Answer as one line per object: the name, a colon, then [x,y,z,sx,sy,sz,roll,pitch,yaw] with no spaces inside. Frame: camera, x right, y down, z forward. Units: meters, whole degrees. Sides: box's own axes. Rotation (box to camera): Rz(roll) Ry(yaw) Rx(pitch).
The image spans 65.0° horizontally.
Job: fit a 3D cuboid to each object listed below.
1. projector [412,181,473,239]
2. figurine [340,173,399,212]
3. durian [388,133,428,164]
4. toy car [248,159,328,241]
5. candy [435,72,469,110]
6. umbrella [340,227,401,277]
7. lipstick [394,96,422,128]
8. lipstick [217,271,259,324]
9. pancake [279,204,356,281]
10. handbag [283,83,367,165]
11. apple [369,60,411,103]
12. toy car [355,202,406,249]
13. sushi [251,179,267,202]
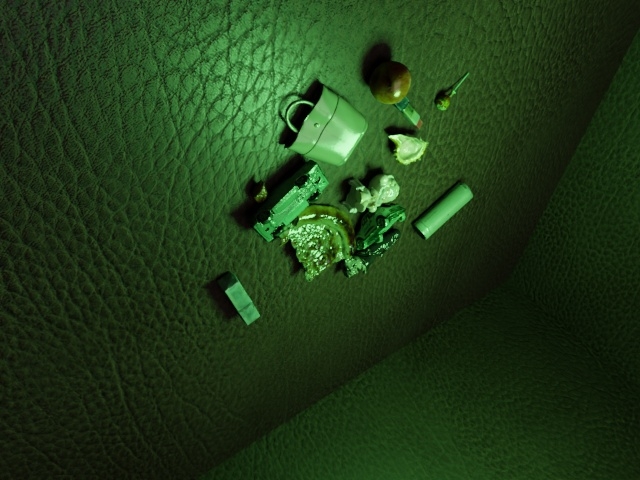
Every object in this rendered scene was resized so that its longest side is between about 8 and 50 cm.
projector: [0.623,-0.152,2.569,0.337,0.108,0.108,-41,147,-5]
figurine: [0.221,-0.196,2.072,0.256,0.144,0.182,-15,117,-34]
durian: [0.333,-0.391,2.027,0.224,0.078,0.140,23,122,-44]
toy car: [-0.114,-0.141,1.787,0.320,0.097,0.141,-44,148,-3]
candy: [0.540,-0.610,2.039,0.201,0.060,0.060,-48,148,-8]
umbrella: [0.253,0.058,2.394,0.357,0.106,0.113,-33,165,-22]
lipstick: [0.329,-0.502,1.917,0.051,0.051,0.312,-53,147,10]
lipstick: [-0.322,0.231,1.988,0.076,0.077,0.290,-35,144,-14]
pancake: [0.004,-0.003,2.060,0.305,0.067,0.427,-45,140,-10]
handbag: [-0.005,-0.388,1.680,0.315,0.109,0.241,18,112,-40]
apple: [0.234,-0.535,1.699,0.146,0.146,0.147,-28,144,-23]
toy car: [0.247,-0.073,2.232,0.136,0.125,0.306,-21,162,-39]
sushi: [-0.209,-0.165,1.709,0.050,0.047,0.099,-9,151,-26]
